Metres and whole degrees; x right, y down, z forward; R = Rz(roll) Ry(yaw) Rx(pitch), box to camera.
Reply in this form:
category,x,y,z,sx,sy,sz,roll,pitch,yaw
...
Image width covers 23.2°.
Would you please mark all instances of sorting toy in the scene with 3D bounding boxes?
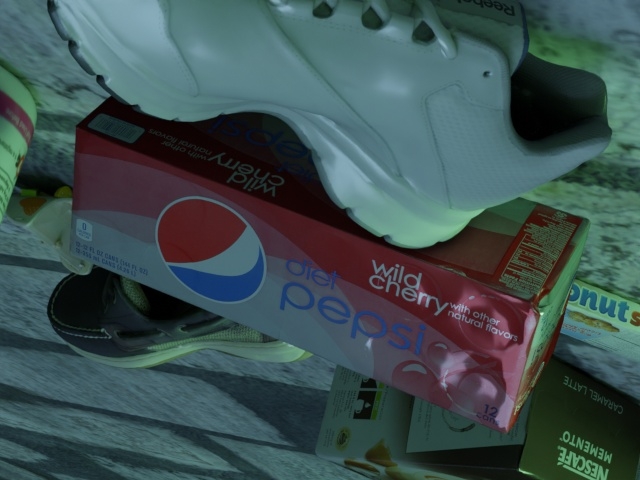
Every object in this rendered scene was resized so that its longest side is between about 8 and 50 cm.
category,x,y,z,sx,sy,sz,roll,pitch,yaw
sorting toy,-0.211,-0.018,1.157,0.075,0.045,0.083,15,161,32

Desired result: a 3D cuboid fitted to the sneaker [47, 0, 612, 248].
category,x,y,z,sx,sy,sz,roll,pitch,yaw
sneaker,0.008,-0.095,0.657,0.129,0.111,0.297,-19,150,39

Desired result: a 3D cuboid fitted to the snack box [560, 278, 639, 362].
category,x,y,z,sx,sy,sz,roll,pitch,yaw
snack box,0.168,0.045,1.055,0.178,0.022,0.064,21,163,-19

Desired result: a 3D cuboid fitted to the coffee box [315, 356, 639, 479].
category,x,y,z,sx,sy,sz,roll,pitch,yaw
coffee box,0.132,0.164,1.333,0.141,0.098,0.246,27,160,-35

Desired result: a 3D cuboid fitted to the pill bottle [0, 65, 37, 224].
category,x,y,z,sx,sy,sz,roll,pitch,yaw
pill bottle,-0.284,0.022,0.924,0.160,0.283,0.160,14,163,4

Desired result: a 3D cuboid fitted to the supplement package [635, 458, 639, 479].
category,x,y,z,sx,sy,sz,roll,pitch,yaw
supplement package,0.369,0.328,1.468,0.145,0.204,0.262,3,159,41

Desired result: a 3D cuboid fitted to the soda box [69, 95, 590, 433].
category,x,y,z,sx,sy,sz,roll,pitch,yaw
soda box,0.000,0.000,0.826,0.263,0.083,0.092,21,129,16

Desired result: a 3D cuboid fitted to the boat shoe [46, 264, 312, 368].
category,x,y,z,sx,sy,sz,roll,pitch,yaw
boat shoe,-0.110,0.034,1.146,0.285,0.103,0.092,0,147,43
